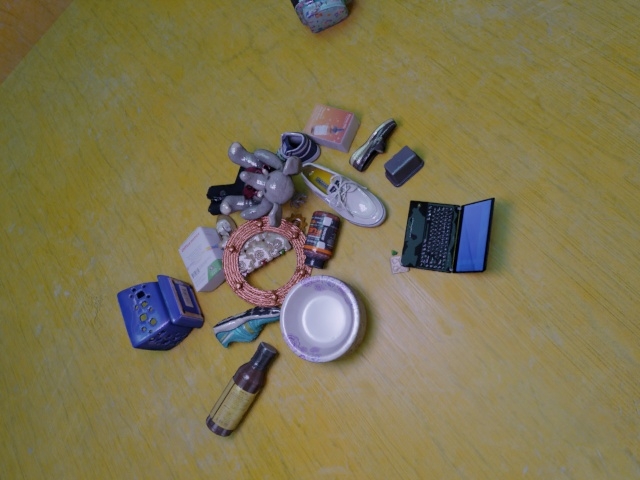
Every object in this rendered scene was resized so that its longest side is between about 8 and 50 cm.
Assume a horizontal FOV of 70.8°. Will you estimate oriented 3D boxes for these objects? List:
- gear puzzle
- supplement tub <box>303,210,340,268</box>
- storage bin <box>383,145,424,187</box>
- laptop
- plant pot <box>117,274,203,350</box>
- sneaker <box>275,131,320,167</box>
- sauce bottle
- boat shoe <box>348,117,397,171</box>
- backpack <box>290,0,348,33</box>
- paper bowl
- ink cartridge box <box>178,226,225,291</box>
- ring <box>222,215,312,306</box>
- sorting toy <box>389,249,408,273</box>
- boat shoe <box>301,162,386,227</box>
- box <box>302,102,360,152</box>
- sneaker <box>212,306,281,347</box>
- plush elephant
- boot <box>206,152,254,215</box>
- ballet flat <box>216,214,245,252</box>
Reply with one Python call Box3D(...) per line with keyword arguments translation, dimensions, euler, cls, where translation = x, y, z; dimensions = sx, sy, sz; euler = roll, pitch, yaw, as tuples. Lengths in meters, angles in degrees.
Box3D(translation=(-0.208, -0.006, 1.703), dimensions=(0.338, 0.044, 0.176), euler=(-30, 83, -3), cls="gear puzzle")
Box3D(translation=(0.000, 0.000, 1.615), dimensions=(0.106, 0.106, 0.198), euler=(11, 82, 24), cls="supplement tub")
Box3D(translation=(0.282, -0.270, 1.574), dimensions=(0.135, 0.091, 0.098), euler=(-41, 66, 8), cls="storage bin")
Box3D(translation=(0.398, -0.022, 1.440), dimensions=(0.264, 0.136, 0.235), euler=(8, 80, 16), cls="laptop")
Box3D(translation=(-0.599, 0.270, 1.729), dimensions=(0.212, 0.236, 0.236), euler=(-29, 69, 6), cls="plant pot")
Box3D(translation=(-0.150, -0.313, 1.724), dimensions=(0.282, 0.153, 0.099), euler=(-29, 68, 13), cls="sneaker")
Box3D(translation=(-0.272, 0.523, 1.596), dimensions=(0.111, 0.111, 0.344), euler=(34, 92, 25), cls="sauce bottle")
Box3D(translation=(0.202, -0.340, 1.634), dimensions=(0.223, 0.080, 0.073), euler=(-45, 71, 12), cls="boat shoe")
Box3D(translation=(0.017, -0.962, 1.780), dimensions=(0.253, 0.225, 0.191), euler=(-25, 91, 10), cls="backpack")
Box3D(translation=(0.017, 0.266, 1.520), dimensions=(0.284, 0.148, 0.285), euler=(-5, 75, 20), cls="paper bowl")
Box3D(translation=(-0.450, 0.074, 1.771), dimensions=(0.154, 0.093, 0.212), euler=(-42, 66, 22), cls="ink cartridge box")
Box3D(translation=(-0.196, 0.075, 1.653), dimensions=(0.336, 0.032, 0.337), euler=(0, 82, 2), cls="ring")
Box3D(translation=(0.267, 0.069, 1.541), dimensions=(0.062, 0.012, 0.083), euler=(-14, 76, 24), cls="sorting toy")
Box3D(translation=(0.068, -0.178, 1.601), dimensions=(0.367, 0.156, 0.136), euler=(39, 94, 25), cls="boat shoe")
Box3D(translation=(0.043, -0.427, 1.708), dimensions=(0.170, 0.091, 0.130), euler=(22, 86, 25), cls="box")
Box3D(translation=(-0.260, 0.315, 1.664), dimensions=(0.275, 0.107, 0.110), euler=(-21, 98, 13), cls="sneaker")
Box3D(translation=(-0.190, -0.192, 1.581), dimensions=(0.329, 0.255, 0.272), euler=(16, 88, -10), cls="plush elephant")
Box3D(translation=(-0.360, -0.227, 1.819), dimensions=(0.207, 0.094, 0.247), euler=(-4, 77, 20), cls="boot")
Box3D(translation=(-0.365, -0.022, 1.785), dimensions=(0.080, 0.073, 0.232), euler=(-38, 66, 12), cls="ballet flat")
